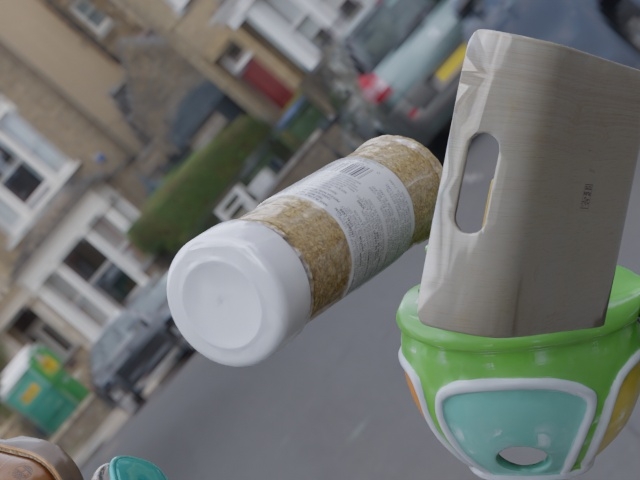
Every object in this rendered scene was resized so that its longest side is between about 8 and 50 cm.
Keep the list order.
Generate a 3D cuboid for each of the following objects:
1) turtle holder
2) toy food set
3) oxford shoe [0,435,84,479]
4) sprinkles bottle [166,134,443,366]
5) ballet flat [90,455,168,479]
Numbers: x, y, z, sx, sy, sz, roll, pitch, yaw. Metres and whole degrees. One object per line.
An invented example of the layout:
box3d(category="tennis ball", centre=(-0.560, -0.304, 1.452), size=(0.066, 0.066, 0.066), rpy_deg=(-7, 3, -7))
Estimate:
box3d(category="turtle holder", centre=(0.244, 0.120, 1.653), size=(0.320, 0.227, 0.243), rpy_deg=(-10, 14, -11))
box3d(category="toy food set", centre=(0.170, -0.042, 1.266), size=(0.306, 0.092, 0.220), rpy_deg=(0, -78, -61))
box3d(category="oxford shoe", centre=(-0.252, 0.172, 1.087), size=(0.212, 0.076, 0.076), rpy_deg=(-7, 18, 47))
box3d(category="sprinkles bottle", centre=(0.000, 0.000, 1.478), size=(0.121, 0.121, 0.355), rpy_deg=(-47, -8, 33))
box3d(category="ballet flat", centre=(-0.143, 0.301, 1.282), size=(0.106, 0.107, 0.316), rpy_deg=(-60, 22, 17))
